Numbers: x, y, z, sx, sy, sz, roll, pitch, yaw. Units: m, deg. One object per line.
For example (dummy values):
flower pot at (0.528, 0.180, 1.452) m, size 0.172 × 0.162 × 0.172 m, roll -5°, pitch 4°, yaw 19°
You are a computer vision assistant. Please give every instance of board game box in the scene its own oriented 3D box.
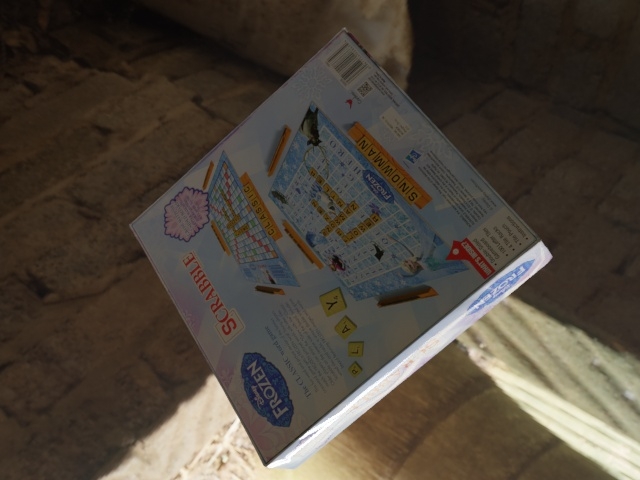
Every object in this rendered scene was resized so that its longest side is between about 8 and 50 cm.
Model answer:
board game box at (0.000, 0.000, 0.789) m, size 0.318 × 0.318 × 0.066 m, roll -40°, pitch 149°, yaw 9°
